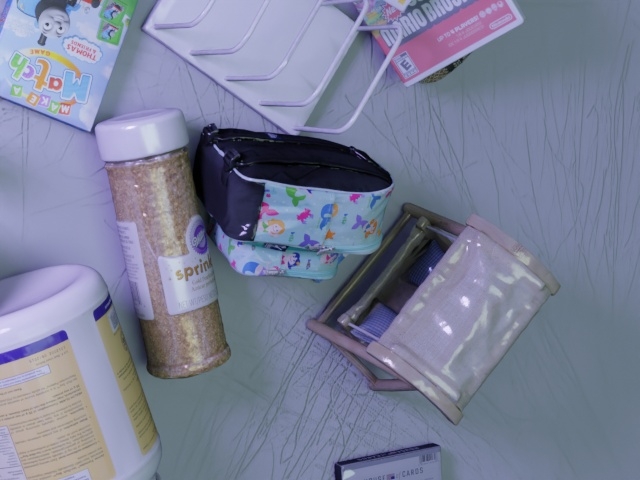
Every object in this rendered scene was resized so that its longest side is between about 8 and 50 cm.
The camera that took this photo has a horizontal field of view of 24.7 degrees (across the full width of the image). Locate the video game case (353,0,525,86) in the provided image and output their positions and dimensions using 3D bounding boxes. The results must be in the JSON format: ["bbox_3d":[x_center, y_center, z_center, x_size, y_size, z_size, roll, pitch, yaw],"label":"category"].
[{"bbox_3d":[0.132,-0.383,2.070,0.285,0.204,0.025,57,27,-12],"label":"video game case"}]

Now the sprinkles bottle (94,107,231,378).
[{"bbox_3d":[-0.211,0.004,1.978,0.121,0.121,0.355,-16,104,-25],"label":"sprinkles bottle"}]

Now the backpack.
[{"bbox_3d":[-0.032,-0.054,2.004,0.253,0.225,0.191,-3,114,-23],"label":"backpack"}]

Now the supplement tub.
[{"bbox_3d":[-0.343,0.221,1.866,0.241,0.241,0.331,-23,106,-24],"label":"supplement tub"}]

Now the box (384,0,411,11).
[{"bbox_3d":[0.040,-0.425,2.019,0.244,0.060,0.100,31,118,-3],"label":"box"}]

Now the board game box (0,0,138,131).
[{"bbox_3d":[-0.342,-0.269,1.922,0.160,0.039,0.211,21,87,-29],"label":"board game box"}]

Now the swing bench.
[{"bbox_3d":[0.161,0.097,2.110,0.165,0.255,0.253,45,75,-24],"label":"swing bench"}]

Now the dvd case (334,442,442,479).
[{"bbox_3d":[0.110,0.443,2.253,0.179,0.029,0.238,-7,99,-27],"label":"dvd case"}]

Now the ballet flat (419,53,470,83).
[{"bbox_3d":[0.260,-0.454,2.138,0.164,0.182,0.483,29,82,-30],"label":"ballet flat"}]

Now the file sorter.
[{"bbox_3d":[-0.058,-0.292,1.995,0.278,0.173,0.193,34,79,-26],"label":"file sorter"}]

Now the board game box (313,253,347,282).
[{"bbox_3d":[0.000,0.000,2.146,0.090,0.020,0.090,-45,114,-15],"label":"board game box"}]
